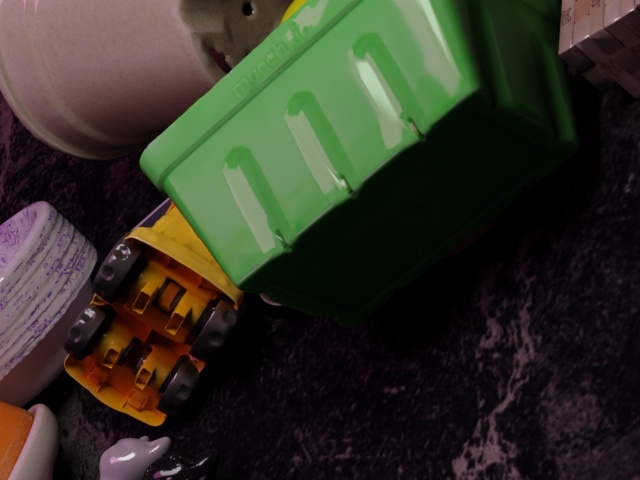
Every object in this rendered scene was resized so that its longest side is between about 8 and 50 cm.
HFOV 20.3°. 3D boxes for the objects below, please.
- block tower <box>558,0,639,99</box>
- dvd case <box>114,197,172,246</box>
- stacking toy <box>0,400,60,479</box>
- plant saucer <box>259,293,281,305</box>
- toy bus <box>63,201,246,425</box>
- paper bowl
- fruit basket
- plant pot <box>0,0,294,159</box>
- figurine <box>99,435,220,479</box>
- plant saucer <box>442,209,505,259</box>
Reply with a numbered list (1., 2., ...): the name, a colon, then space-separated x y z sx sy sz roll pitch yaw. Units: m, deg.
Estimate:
1. block tower: 0.356 -0.241 1.496 0.335 0.091 0.097 -30 37 38
2. dvd case: -0.162 0.001 2.098 0.238 0.029 0.179 -39 31 26
3. stacking toy: -0.553 0.230 1.921 0.351 0.480 0.350 -54 12 17
4. plant saucer: 0.000 0.000 1.848 0.168 0.029 0.168 -37 33 30
5. toy bus: -0.155 0.055 1.911 0.220 0.149 0.211 -58 2 35
6. paper bowl: -0.379 0.100 2.159 0.284 0.148 0.284 -40 16 14
7. fruit basket: 0.034 -0.152 1.658 0.392 0.283 0.392 -16 65 38
8. plant pot: -0.181 -0.267 2.159 0.305 0.334 0.334 1 59 45
9. figurine: -0.201 0.283 1.794 0.209 0.092 0.215 -54 22 -15
10. plant saucer: 0.127 -0.072 1.723 0.200 0.037 0.200 -38 32 28
